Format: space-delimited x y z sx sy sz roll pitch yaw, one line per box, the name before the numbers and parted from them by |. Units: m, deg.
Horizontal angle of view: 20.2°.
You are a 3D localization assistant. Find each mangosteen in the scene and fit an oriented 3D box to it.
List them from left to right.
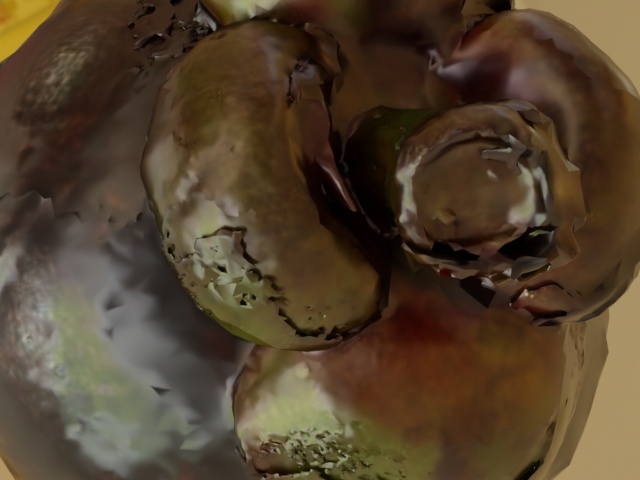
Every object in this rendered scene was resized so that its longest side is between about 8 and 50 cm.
mangosteen | -0.021 -0.005 0.939 0.381 0.381 0.421 -32 157 -16
